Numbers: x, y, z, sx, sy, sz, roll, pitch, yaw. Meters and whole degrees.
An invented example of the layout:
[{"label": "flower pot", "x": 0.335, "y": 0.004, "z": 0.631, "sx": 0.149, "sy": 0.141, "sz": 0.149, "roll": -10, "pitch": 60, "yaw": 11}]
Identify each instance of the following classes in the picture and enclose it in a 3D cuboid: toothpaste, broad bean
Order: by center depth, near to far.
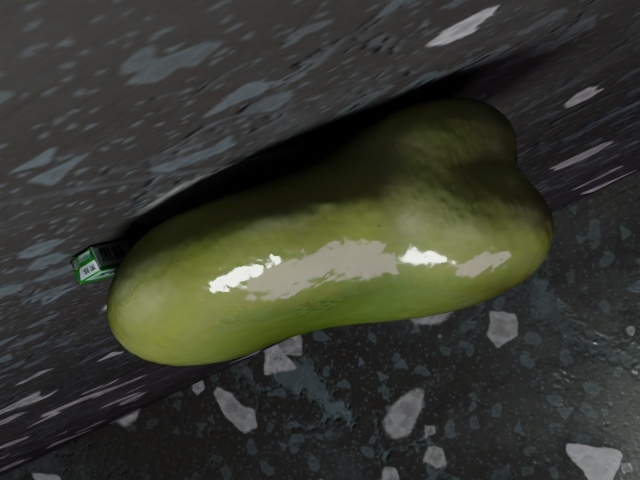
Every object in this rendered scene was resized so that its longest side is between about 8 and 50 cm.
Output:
[{"label": "broad bean", "x": 0.000, "y": 0.000, "z": 0.764, "sx": 0.263, "sy": 0.121, "sz": 0.189, "roll": -14, "pitch": 170, "yaw": 0}, {"label": "toothpaste", "x": -0.116, "y": 0.009, "z": 0.780, "sx": 0.020, "sy": 0.017, "sz": 0.083, "roll": -28, "pitch": 173, "yaw": 31}]
